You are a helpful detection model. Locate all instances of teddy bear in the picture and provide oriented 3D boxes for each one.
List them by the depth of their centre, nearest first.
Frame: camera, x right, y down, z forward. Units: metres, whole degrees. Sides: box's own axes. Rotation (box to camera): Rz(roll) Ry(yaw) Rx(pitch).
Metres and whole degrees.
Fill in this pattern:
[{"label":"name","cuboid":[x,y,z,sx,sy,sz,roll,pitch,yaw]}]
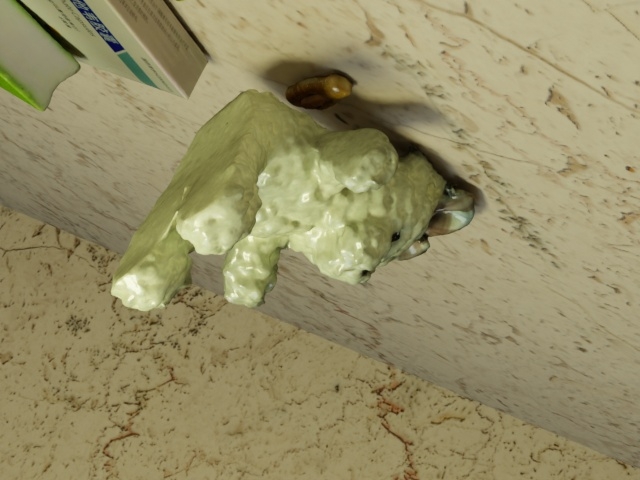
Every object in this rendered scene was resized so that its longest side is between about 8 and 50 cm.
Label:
[{"label":"teddy bear","cuboid":[0.000,0.000,1.543,0.362,0.375,0.327,39,126,-18]}]

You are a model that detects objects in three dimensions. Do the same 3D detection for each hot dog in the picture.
[{"label":"hot dog","cuboid":[0.000,-0.171,1.544,0.044,0.028,0.137,25,167,-25]}]

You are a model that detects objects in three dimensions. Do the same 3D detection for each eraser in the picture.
[{"label":"eraser","cuboid":[-0.446,-0.285,1.686,0.274,0.092,0.210,32,170,47]}]

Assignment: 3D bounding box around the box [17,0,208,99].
[{"label":"box","cuboid":[-0.282,-0.294,1.530,0.200,0.065,0.343,22,166,26]}]
